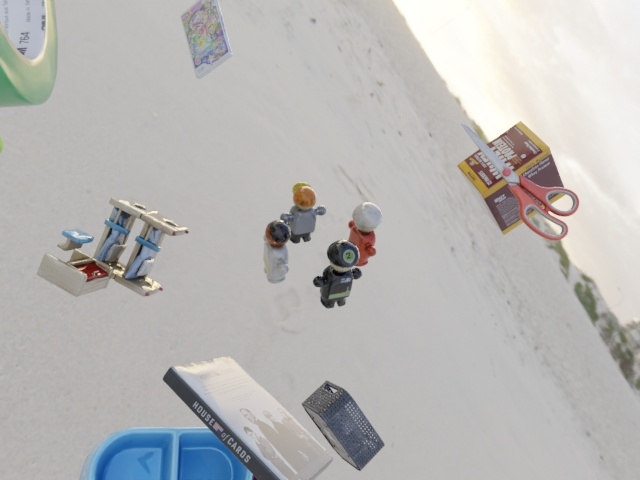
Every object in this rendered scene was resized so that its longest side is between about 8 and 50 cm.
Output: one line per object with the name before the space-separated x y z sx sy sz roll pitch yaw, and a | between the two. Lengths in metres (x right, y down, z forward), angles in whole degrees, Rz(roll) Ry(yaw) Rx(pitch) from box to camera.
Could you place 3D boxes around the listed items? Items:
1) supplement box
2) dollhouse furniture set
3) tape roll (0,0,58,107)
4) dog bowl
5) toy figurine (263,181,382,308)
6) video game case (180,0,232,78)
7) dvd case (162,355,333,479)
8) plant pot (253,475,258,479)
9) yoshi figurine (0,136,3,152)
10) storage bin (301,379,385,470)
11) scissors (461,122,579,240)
supplement box | 0.489 -0.156 1.409 0.194 0.191 0.129 44 16 -43
dollhouse furniture set | -0.328 0.016 0.901 0.128 0.129 0.183 27 9 7
tape roll | -0.361 -0.302 0.573 0.321 0.077 0.322 173 -90 -79
dog bowl | -0.253 0.397 0.945 0.297 0.074 0.166 7 58 -19
toy figurine | 0.000 0.000 1.068 0.209 0.148 0.213 22 43 14
video game case | -0.197 -0.353 0.947 0.011 0.087 0.122 -6 78 -54
dvd case | -0.099 0.263 0.807 0.238 0.030 0.179 39 6 19
plant pot | -0.115 0.516 1.256 0.191 0.174 0.191 28 -31 18
yoshi figurine | -0.602 -0.246 0.911 0.202 0.204 0.362 19 38 8
storage bin | 0.051 0.427 1.279 0.180 0.084 0.122 56 -21 -15
scissors | 0.380 -0.116 1.108 0.297 0.109 0.021 36 4 8
